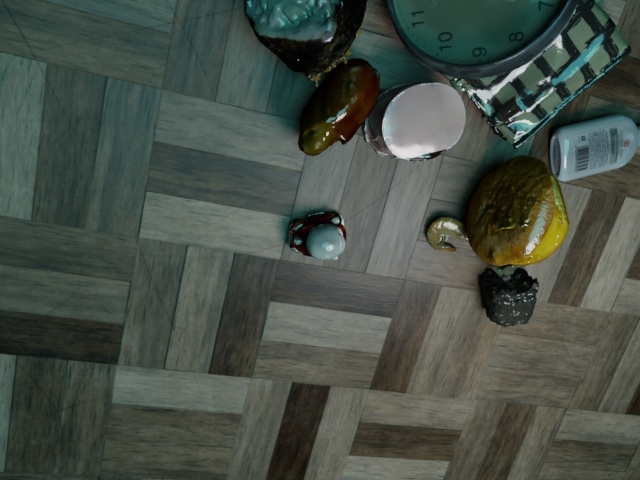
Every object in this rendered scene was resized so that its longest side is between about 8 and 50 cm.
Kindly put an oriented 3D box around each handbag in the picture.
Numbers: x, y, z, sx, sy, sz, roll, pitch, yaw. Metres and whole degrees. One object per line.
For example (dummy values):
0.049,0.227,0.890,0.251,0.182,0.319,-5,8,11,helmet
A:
0.445,-0.416,1.265,0.325,0.163,0.327,38,104,-21,handbag
0.207,-0.265,1.286,0.204,0.116,0.179,-14,113,-9,handbag

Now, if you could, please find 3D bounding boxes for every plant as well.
0.488,0.116,1.493,0.131,0.142,0.203,-13,122,2,plant

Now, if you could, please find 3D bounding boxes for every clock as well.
0.311,-0.515,1.126,0.385,0.076,0.387,1,94,21,clock

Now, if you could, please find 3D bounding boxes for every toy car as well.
0.000,0.000,1.339,0.139,0.112,0.112,-3,111,-13,toy car

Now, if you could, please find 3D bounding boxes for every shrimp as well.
0.338,-0.001,1.456,0.162,0.045,0.095,27,102,-23,shrimp

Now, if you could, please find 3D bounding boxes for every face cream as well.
0.717,-0.243,1.439,0.291,0.071,0.144,-15,113,-7,face cream

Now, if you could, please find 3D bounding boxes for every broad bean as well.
0.038,-0.275,1.221,0.122,0.156,0.229,31,94,-19,broad bean

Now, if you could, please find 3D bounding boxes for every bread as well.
0.458,-0.061,1.359,0.145,0.268,0.269,20,105,-32,bread

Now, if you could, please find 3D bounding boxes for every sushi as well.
-0.015,-0.503,1.105,0.234,0.207,0.349,25,93,16,sushi

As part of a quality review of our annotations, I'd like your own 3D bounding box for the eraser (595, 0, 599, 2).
0.629,-0.657,1.257,0.124,0.081,0.279,35,99,-23,eraser
